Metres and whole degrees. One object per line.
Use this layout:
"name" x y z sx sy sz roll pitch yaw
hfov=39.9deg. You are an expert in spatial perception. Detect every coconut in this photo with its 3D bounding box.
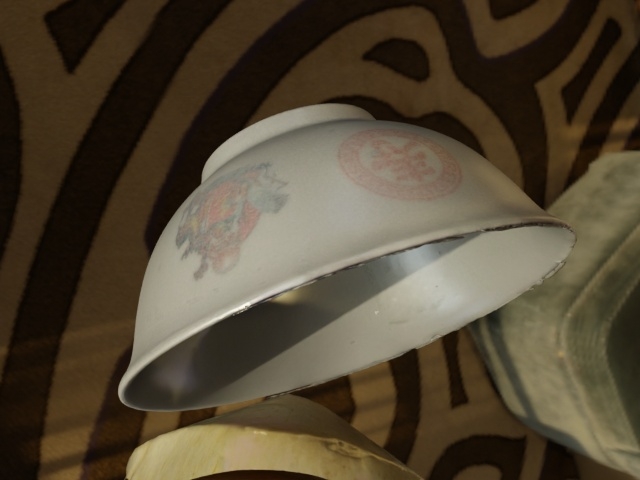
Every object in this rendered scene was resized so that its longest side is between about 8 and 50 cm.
"coconut" -0.039 0.310 0.872 0.352 0.352 0.353 -7 101 -38

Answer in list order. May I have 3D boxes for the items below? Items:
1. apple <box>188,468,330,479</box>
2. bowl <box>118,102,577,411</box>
"apple" -0.042 0.222 0.512 0.181 0.168 0.181 -11 90 -78
"bowl" 0.000 0.000 0.663 0.345 0.345 0.157 -5 66 -38
